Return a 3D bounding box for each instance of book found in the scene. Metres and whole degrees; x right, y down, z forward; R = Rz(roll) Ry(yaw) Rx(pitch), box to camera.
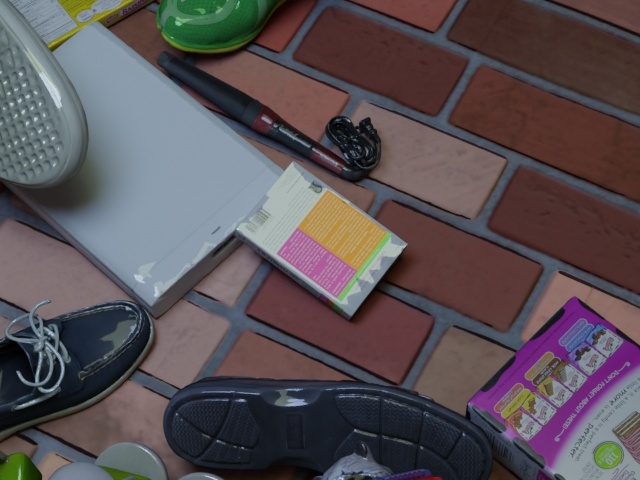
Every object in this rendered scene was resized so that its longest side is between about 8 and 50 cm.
[{"bbox_3d":[0.000,0.000,1.552,0.144,0.035,0.096,38,70,5],"label":"book"}]

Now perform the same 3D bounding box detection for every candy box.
[{"bbox_3d":[0.271,0.184,1.428,0.233,0.071,0.159,39,68,23],"label":"candy box"},{"bbox_3d":[-0.263,-0.282,1.753,0.206,0.027,0.105,-32,61,-16],"label":"candy box"}]

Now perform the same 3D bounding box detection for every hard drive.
[{"bbox_3d":[-0.205,-0.082,1.627,0.307,0.040,0.203,39,69,22],"label":"hard drive"}]

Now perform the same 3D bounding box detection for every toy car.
[{"bbox_3d":[-0.165,0.267,1.376,0.182,0.159,0.136,20,99,14],"label":"toy car"}]

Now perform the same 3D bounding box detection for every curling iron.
[{"bbox_3d":[-0.055,-0.138,1.654,0.274,0.035,0.068,24,60,15],"label":"curling iron"}]

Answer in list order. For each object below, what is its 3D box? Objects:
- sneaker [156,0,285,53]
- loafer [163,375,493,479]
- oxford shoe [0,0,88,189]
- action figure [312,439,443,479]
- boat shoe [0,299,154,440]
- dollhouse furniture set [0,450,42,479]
[{"bbox_3d":[-0.057,-0.311,1.704,0.295,0.123,0.109,-32,64,-14],"label":"sneaker"},{"bbox_3d":[0.010,0.167,1.438,0.303,0.109,0.095,7,18,6],"label":"loafer"},{"bbox_3d":[-0.363,-0.203,1.612,0.130,0.169,0.449,0,31,-49],"label":"oxford shoe"},{"bbox_3d":[0.044,0.327,1.288,0.341,0.178,0.330,1,55,-26],"label":"action figure"},{"bbox_3d":[-0.280,0.121,1.487,0.255,0.079,0.095,-23,61,-10],"label":"boat shoe"},{"bbox_3d":[-0.352,0.323,1.304,0.198,0.151,0.301,-12,59,15],"label":"dollhouse furniture set"}]
